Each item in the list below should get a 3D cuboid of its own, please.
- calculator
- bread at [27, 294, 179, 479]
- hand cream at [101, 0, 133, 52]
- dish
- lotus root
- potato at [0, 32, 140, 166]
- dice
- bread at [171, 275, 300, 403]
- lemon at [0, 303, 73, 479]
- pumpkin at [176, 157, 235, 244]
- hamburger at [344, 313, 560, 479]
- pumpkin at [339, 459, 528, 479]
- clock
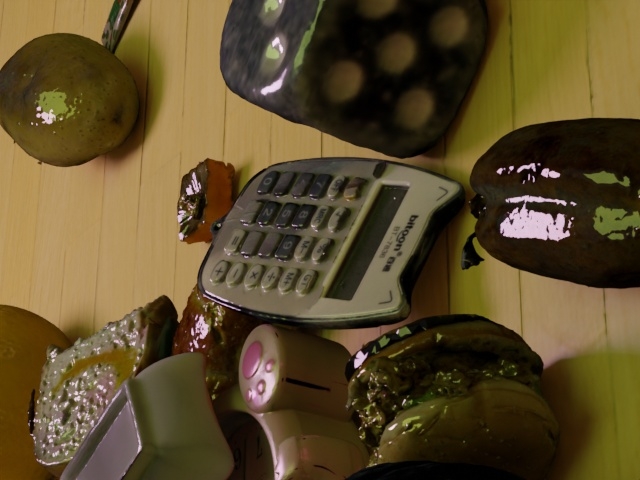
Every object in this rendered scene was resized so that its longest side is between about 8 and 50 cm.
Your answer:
[{"bbox_3d":[0.000,0.000,1.696,0.268,0.040,0.177,10,61,39],"label":"calculator"},{"bbox_3d":[-0.189,0.157,1.940,0.158,0.156,0.261,-24,41,24],"label":"bread"},{"bbox_3d":[-0.251,-0.314,2.433,0.165,0.037,0.057,-64,29,28],"label":"hand cream"},{"bbox_3d":[-0.171,0.211,1.720,0.212,0.077,0.151,-55,37,31],"label":"dish"},{"bbox_3d":[0.200,-0.028,1.393,0.241,0.123,0.124,8,111,58],"label":"lotus root"},{"bbox_3d":[-0.316,-0.172,2.356,0.248,0.143,0.169,23,91,52],"label":"potato"},{"bbox_3d":[0.029,-0.186,1.711,0.182,0.181,0.183,37,105,60],"label":"dice"},{"bbox_3d":[-0.075,0.069,1.834,0.172,0.103,0.132,-65,23,21],"label":"bread"},{"bbox_3d":[-0.417,0.189,2.247,0.240,0.219,0.240,-31,53,53],"label":"lemon"},{"bbox_3d":[-0.128,-0.041,2.040,0.074,0.054,0.083,-33,53,55],"label":"pumpkin"},{"bbox_3d":[0.098,0.133,1.431,0.159,0.185,0.131,-34,41,27],"label":"hamburger"},{"bbox_3d":[0.074,0.325,1.271,0.363,0.266,0.363,-38,40,41],"label":"pumpkin"},{"bbox_3d":[-0.053,0.263,1.683,0.284,0.114,0.309,-47,38,36],"label":"clock"}]
